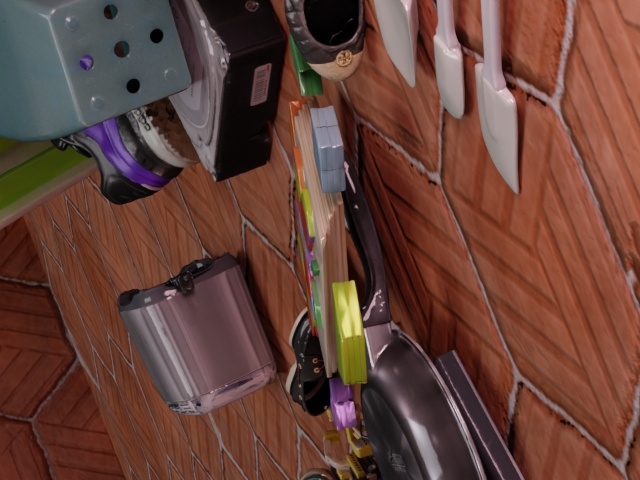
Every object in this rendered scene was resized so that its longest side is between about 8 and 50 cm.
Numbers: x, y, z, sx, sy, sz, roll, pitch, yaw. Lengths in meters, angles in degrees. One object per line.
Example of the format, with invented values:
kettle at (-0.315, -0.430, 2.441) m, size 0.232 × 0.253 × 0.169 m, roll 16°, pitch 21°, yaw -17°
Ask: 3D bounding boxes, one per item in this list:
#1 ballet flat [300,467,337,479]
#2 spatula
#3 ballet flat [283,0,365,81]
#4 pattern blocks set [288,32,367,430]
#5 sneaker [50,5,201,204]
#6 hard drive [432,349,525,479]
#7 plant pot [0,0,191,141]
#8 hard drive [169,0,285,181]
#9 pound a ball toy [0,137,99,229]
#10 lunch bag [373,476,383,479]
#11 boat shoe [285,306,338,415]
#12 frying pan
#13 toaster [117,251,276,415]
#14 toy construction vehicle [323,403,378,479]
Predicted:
ballet flat at (0.025, 0.310, 1.975) m, size 0.052 × 0.057 × 0.168 m, roll -15°, pitch -93°, yaw -77°
spatula at (0.071, -0.158, 1.180) m, size 0.168 × 0.019 × 0.242 m, roll 56°, pitch 165°, yaw 39°
ballet flat at (0.006, -0.177, 1.335) m, size 0.049 × 0.057 × 0.173 m, roll 47°, pitch 155°, yaw 42°
pattern blocks set at (0.000, 0.000, 1.502) m, size 0.285 × 0.026 × 0.325 m, roll -105°, pitch 9°, yaw -56°
sneaker at (-0.240, -0.164, 2.006) m, size 0.146 × 0.102 × 0.293 m, roll -40°, pitch 65°, yaw 28°
hard drive at (0.118, 0.161, 1.465) m, size 0.094 × 0.022 × 0.135 m, roll 98°, pitch 148°, yaw -62°
plant pot at (-0.218, -0.180, 1.689) m, size 0.234 × 0.166 × 0.165 m, roll 24°, pitch 133°, yaw 61°
hard drive at (-0.134, -0.248, 1.730) m, size 0.237 × 0.064 × 0.339 m, roll 104°, pitch 143°, yaw -65°
pound a ball toy at (-0.340, -0.164, 2.171) m, size 0.136 × 0.319 × 0.208 m, roll 52°, pitch 173°, yaw 49°
lunch bag at (0.049, 0.267, 1.770) m, size 0.098 × 0.065 × 0.067 m, roll 59°, pitch 162°, yaw 31°
boat shoe at (-0.002, 0.107, 1.767) m, size 0.042 × 0.049 × 0.133 m, roll 46°, pitch 146°, yaw 33°
frying pan at (0.065, 0.107, 1.452) m, size 0.197 × 0.053 × 0.326 m, roll -139°, pitch 30°, yaw -63°
toaster at (-0.128, 0.101, 2.064) m, size 0.146 × 0.129 × 0.227 m, roll 66°, pitch 163°, yaw -3°
toy construction vehicle at (0.026, 0.190, 1.808) m, size 0.098 × 0.035 × 0.086 m, roll -127°, pitch 22°, yaw -46°
